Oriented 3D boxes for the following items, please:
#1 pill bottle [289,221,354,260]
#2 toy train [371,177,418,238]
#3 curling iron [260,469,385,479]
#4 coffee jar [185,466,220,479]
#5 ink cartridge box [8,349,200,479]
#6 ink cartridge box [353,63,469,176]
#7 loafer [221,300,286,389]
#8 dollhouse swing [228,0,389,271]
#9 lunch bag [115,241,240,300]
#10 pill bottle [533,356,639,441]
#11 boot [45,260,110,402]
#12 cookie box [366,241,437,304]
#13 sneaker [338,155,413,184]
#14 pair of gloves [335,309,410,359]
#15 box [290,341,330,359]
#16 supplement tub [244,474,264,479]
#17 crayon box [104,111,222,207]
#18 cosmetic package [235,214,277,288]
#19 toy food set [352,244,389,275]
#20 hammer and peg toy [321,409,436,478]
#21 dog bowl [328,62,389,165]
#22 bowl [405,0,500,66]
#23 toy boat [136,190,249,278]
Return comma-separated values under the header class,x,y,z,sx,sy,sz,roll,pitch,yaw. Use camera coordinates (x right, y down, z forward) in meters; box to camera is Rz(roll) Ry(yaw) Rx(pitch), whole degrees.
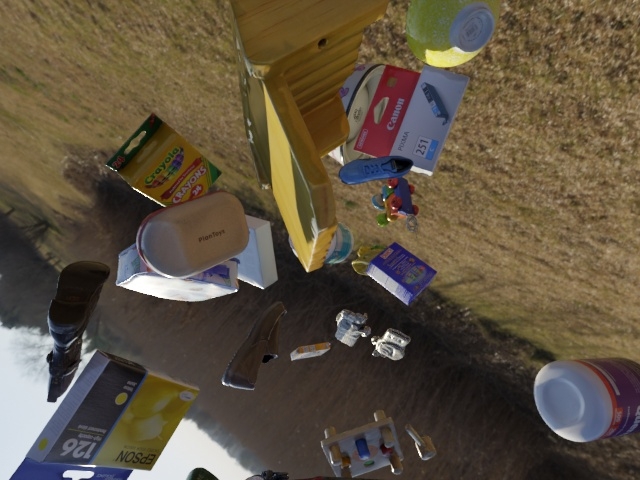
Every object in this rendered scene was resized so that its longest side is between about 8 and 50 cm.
class,x,y,z,sx,sy,sz,roll,pitch,yaw
pill bottle,0.000,0.000,1.323,0.146,0.146,0.264,31,-171,22
toy train,0.250,-0.087,1.421,0.105,0.248,0.143,18,144,-34
curling iron,-0.002,0.495,0.846,0.274,0.035,0.068,-6,143,18
coffee jar,-0.333,0.690,1.070,0.096,0.184,0.079,43,114,-7
ink cartridge box,-0.468,0.438,0.956,0.072,0.307,0.303,16,160,33
ink cartridge box,0.264,-0.374,1.254,0.261,0.296,0.066,21,-178,13
loafer,-0.210,0.382,1.505,0.130,0.366,0.134,31,142,1
dollhouse swing,0.026,-0.178,0.660,0.305,0.315,0.347,52,164,12
lunch bag,-0.374,0.084,1.135,0.303,0.114,0.243,15,155,-38
pill bottle,0.707,0.385,1.036,0.323,0.181,0.181,5,166,-24
boot,-0.559,0.193,0.942,0.091,0.263,0.229,14,119,-16
cookie box,0.162,0.063,0.835,0.107,0.092,0.040,39,138,22
sneaker,0.154,-0.199,1.146,0.082,0.209,0.069,173,88,-75
pair of gloves,0.160,0.301,1.338,0.240,0.042,0.204,21,143,15
box,-0.029,0.392,1.486,0.081,0.136,0.028,-50,47,49
supplement tub,-0.121,0.639,1.004,0.117,0.117,0.190,23,157,34
crayon box,-0.457,-0.214,1.265,0.081,0.202,0.318,40,178,22
cosmetic package,-0.366,0.022,1.845,0.377,0.097,0.284,17,126,36
toy food set,0.202,0.062,1.491,0.128,0.218,0.071,-51,43,29
hammer and peg toy,0.201,0.705,1.452,0.127,0.361,0.266,-109,0,-56
dog bowl,0.126,-0.492,1.632,0.150,0.408,0.408,25,150,21
bowl,0.409,-0.631,1.213,0.289,0.290,0.156,73,176,-47
toy boat,-0.279,-0.018,0.899,0.151,0.231,0.151,11,118,47
